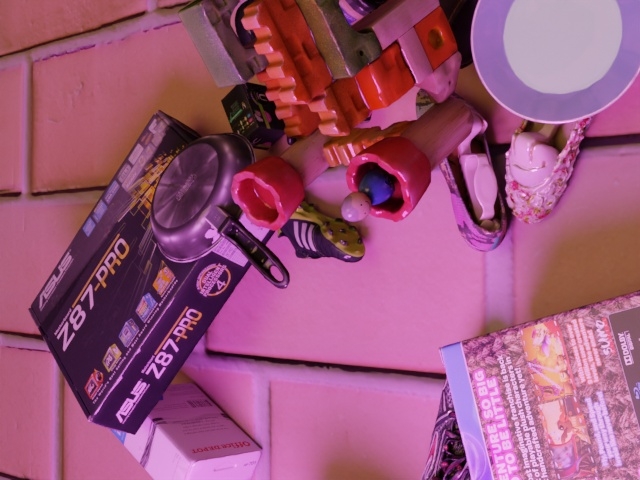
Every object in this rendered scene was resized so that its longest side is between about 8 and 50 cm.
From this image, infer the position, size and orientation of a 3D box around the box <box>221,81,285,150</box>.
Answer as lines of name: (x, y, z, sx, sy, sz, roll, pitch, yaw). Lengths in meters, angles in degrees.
box: (-0.097, -0.182, 1.456, 0.052, 0.062, 0.083, -39, 63, 35)

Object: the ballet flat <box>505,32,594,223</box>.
ballet flat: (0.253, -0.131, 1.101, 0.091, 0.077, 0.241, 34, 112, 38)

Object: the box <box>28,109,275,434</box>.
box: (-0.257, 0.038, 1.486, 0.395, 0.097, 0.318, -55, 40, 8)

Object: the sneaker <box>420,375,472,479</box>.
sneaker: (0.169, 0.271, 1.146, 0.121, 0.112, 0.299, 8, 93, 44)

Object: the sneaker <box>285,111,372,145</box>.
sneaker: (0.008, -0.156, 1.354, 0.170, 0.063, 0.075, 7, 93, 49)

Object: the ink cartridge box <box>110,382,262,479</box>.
ink cartridge box: (-0.203, 0.298, 1.490, 0.190, 0.139, 0.082, 37, 113, 39)

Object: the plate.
plate: (0.249, -0.215, 1.034, 0.188, 0.024, 0.188, 3, 97, 26)

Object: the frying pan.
frying pan: (-0.153, -0.019, 1.315, 0.197, 0.053, 0.326, -38, 44, 23)

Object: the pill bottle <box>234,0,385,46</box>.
pill bottle: (-0.011, -0.320, 1.335, 0.219, 0.123, 0.123, -19, 76, 43)

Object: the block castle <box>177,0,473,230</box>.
block castle: (-0.056, -0.227, 1.080, 0.303, 0.213, 0.453, -2, 123, 48)

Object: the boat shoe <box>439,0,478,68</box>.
boat shoe: (0.239, -0.324, 1.083, 0.355, 0.132, 0.130, -55, 54, 30)

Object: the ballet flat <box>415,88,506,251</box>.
ballet flat: (0.174, -0.097, 1.170, 0.079, 0.077, 0.221, 121, 134, -70)

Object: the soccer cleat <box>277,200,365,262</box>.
soccer cleat: (0.000, 0.000, 1.365, 0.179, 0.060, 0.072, 35, 122, 47)

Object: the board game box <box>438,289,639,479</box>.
board game box: (0.295, 0.180, 0.970, 0.291, 0.141, 0.232, -20, 74, 32)
